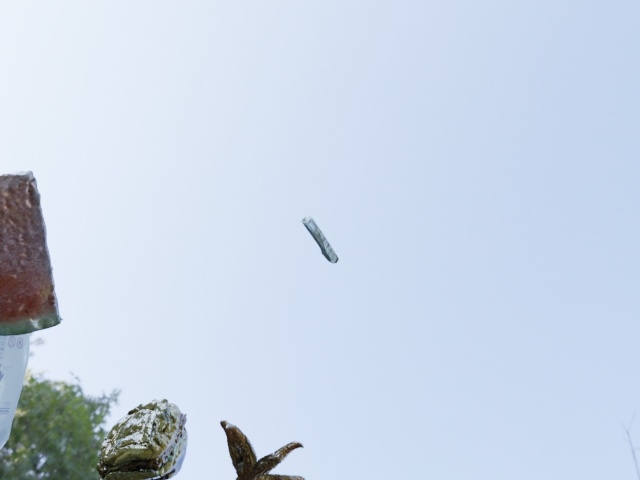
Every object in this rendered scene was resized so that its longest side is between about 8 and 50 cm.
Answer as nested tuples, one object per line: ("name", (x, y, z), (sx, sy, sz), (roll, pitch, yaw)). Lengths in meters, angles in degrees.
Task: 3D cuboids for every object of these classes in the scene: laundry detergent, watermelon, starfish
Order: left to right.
("laundry detergent", (-0.490, 0.213, 0.957), (0.091, 0.181, 0.253), (0, -106, 17))
("watermelon", (-0.343, 0.030, 0.691), (0.207, 0.136, 0.202), (32, -45, -22))
("starfish", (-0.080, 0.283, 0.847), (0.133, 0.041, 0.130), (25, -60, -3))

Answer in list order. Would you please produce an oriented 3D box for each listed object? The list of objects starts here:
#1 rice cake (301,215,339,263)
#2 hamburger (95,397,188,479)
("rice cake", (0.000, 0.000, 1.219), (0.021, 0.022, 0.121), (-44, -45, -9))
("hamburger", (-0.376, 0.447, 1.503), (0.206, 0.183, 0.130), (-22, -62, 25))
